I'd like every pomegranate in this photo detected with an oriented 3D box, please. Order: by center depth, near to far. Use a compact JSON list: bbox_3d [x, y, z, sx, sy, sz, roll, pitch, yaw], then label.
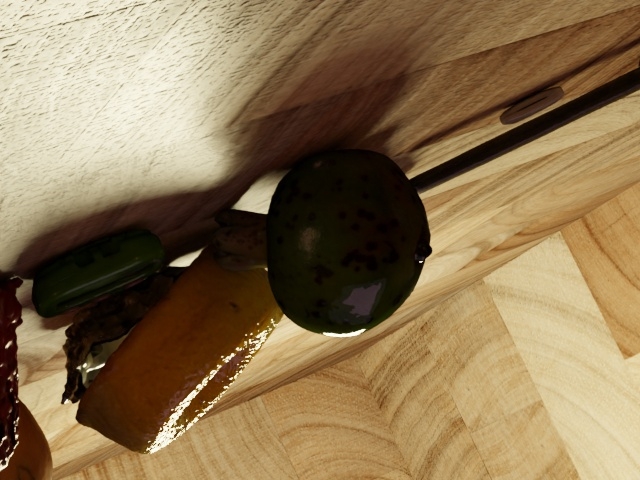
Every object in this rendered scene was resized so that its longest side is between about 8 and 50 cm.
[{"bbox_3d":[0.000,0.000,1.746,0.248,0.202,0.202,5,-178,20],"label":"pomegranate"}]

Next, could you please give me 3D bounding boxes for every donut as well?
[{"bbox_3d":[-0.150,0.128,1.894,0.303,0.110,0.303,-49,174,-7],"label":"donut"}]

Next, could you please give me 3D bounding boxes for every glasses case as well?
[{"bbox_3d":[0.254,-0.162,1.968,0.083,0.021,0.032,-26,178,5],"label":"glasses case"}]

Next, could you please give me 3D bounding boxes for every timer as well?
[{"bbox_3d":[-0.228,0.033,1.672,0.140,0.047,0.128,-23,173,-15],"label":"timer"}]

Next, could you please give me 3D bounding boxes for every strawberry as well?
[{"bbox_3d":[-0.357,0.148,1.589,0.234,0.178,0.234,-30,177,-2],"label":"strawberry"}]

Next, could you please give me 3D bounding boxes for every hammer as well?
[{"bbox_3d":[0.277,-0.142,1.992,0.365,0.043,0.111,-26,-173,0],"label":"hammer"}]

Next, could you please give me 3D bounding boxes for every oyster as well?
[{"bbox_3d":[-0.239,0.101,1.958,0.223,0.083,0.214,-43,180,1],"label":"oyster"}]

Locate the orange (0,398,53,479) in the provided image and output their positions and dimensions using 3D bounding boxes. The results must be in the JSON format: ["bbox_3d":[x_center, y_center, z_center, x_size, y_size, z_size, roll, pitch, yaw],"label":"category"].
[{"bbox_3d":[-0.425,0.267,1.818,0.261,0.261,0.261,-25,172,-4],"label":"orange"}]
